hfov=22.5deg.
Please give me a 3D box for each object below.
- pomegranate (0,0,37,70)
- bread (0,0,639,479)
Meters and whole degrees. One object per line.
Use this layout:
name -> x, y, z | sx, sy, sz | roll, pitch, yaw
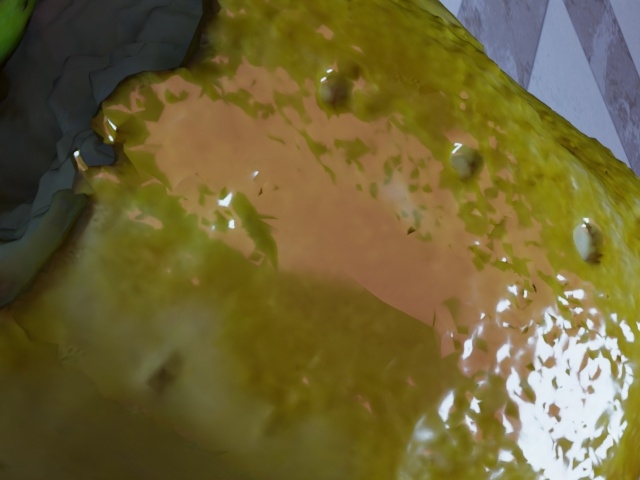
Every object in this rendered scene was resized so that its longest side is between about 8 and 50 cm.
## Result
pomegranate -> -0.229, -0.119, 0.623 | 0.286, 0.231, 0.231 | -49, 124, -57
bread -> 0.000, 0.000, 0.800 | 0.394, 0.250, 0.361 | 31, 63, -16
